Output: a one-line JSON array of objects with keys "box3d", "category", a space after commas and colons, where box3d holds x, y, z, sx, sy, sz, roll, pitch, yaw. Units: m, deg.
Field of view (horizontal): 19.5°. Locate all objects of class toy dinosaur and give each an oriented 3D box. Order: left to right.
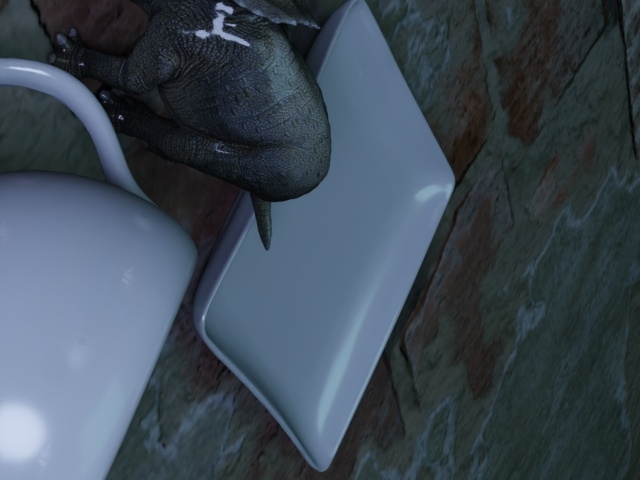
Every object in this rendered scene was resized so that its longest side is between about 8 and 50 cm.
[{"box3d": [-0.055, -0.085, 1.111, 0.121, 0.160, 0.313, -50, 143, -40], "category": "toy dinosaur"}]

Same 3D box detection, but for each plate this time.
[{"box3d": [0.000, 0.000, 1.386, 0.278, 0.045, 0.277, -66, 152, -19], "category": "plate"}]

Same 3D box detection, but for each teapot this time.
[{"box3d": [-0.184, 0.059, 0.928, 0.256, 0.187, 0.252, -77, -168, -71], "category": "teapot"}]
